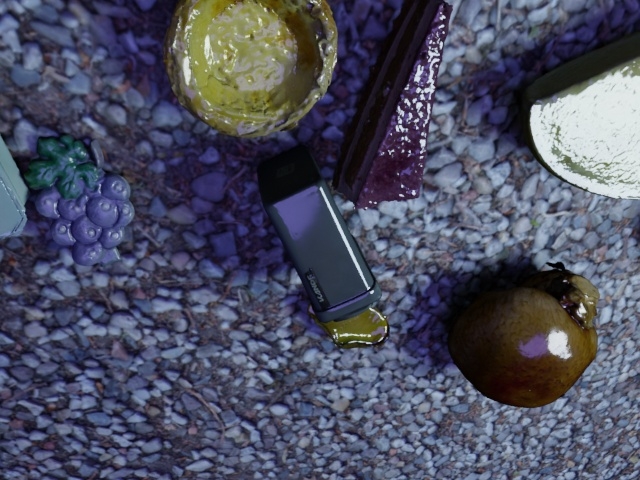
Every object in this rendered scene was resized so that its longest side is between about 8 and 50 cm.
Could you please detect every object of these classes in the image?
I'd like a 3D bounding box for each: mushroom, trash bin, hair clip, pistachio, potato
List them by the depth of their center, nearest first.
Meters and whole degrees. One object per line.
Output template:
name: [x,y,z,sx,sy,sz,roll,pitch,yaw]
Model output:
hair clip: [-0.324,-0.056,0.711,0.124,0.052,0.195,-22,115,-10]
trash bin: [0.000,0.000,0.732,0.101,0.177,0.236,-24,119,4]
potato: [0.397,-0.199,0.739,0.255,0.112,0.269,-1,118,-7]
pistachio: [0.043,0.143,0.899,0.173,0.049,0.089,28,86,-23]
mushroom: [0.364,0.173,0.902,0.263,0.195,0.283,20,114,-16]

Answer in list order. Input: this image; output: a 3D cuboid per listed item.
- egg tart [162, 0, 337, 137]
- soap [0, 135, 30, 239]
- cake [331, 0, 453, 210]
egg tart: [-0.082,-0.231,0.626,0.212,0.090,0.212,-4,120,-7]
soap: [-0.463,-0.108,0.598,0.150,0.094,0.261,-16,126,-9]
cake: [0.110,-0.177,0.688,0.113,0.116,0.295,4,122,-19]
